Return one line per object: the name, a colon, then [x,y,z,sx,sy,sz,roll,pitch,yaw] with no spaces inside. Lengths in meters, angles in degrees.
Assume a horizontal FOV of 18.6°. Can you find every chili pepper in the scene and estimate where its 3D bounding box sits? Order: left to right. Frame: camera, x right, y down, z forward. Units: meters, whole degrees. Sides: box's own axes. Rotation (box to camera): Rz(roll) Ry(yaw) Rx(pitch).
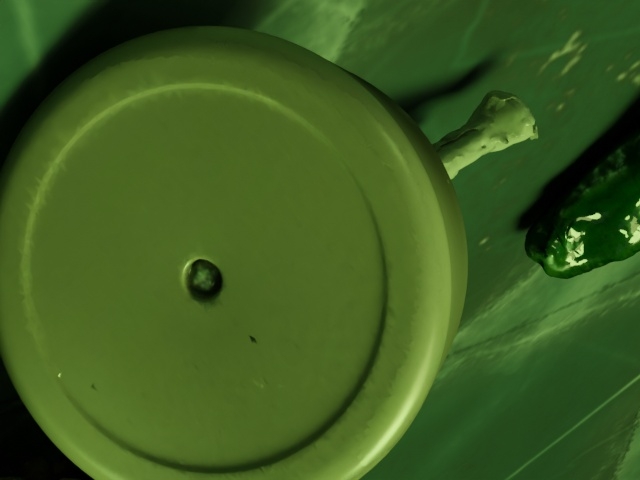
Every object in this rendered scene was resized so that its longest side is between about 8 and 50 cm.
chili pepper: [0.200,-0.055,1.055,0.216,0.062,0.108,-40,149,2]

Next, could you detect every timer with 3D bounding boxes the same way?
timer: [0.000,0.000,0.799,0.175,0.175,0.266,-48,171,17]

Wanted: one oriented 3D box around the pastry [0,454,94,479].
pastry: [-0.036,0.165,0.858,0.193,0.275,0.275,-57,167,-32]
